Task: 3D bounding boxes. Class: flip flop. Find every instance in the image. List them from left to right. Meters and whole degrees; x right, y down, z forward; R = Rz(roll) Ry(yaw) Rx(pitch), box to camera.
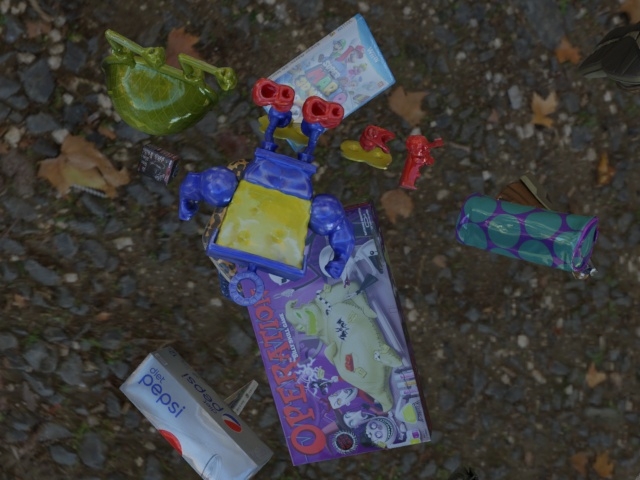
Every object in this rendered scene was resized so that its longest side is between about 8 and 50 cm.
[{"bbox_3d":[0.457,-0.259,1.134,0.080,0.277,0.112,44,97,-6],"label":"flip flop"}]

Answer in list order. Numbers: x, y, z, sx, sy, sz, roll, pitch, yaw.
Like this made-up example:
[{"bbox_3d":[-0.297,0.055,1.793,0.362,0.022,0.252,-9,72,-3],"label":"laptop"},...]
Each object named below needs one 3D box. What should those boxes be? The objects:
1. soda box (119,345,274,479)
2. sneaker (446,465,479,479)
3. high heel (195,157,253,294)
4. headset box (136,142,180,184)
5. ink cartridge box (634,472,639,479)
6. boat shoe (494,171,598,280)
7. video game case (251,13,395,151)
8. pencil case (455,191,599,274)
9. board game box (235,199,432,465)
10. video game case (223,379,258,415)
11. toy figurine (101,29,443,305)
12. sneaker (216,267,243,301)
[{"bbox_3d":[-0.226,0.330,1.421,0.286,0.091,0.098,44,100,10],"label":"soda box"},{"bbox_3d":[0.274,0.466,1.359,0.087,0.227,0.130,-34,79,-12],"label":"sneaker"},{"bbox_3d":[-0.152,-0.036,1.588,0.186,0.093,0.261,-30,75,6],"label":"high heel"},{"bbox_3d":[-0.341,-0.161,1.653,0.083,0.062,0.032,25,26,6],"label":"headset box"},{"bbox_3d":[0.440,0.318,0.700,0.117,0.207,0.283,-30,78,-43],"label":"ink cartridge box"},{"bbox_3d":[0.414,-0.010,1.456,0.104,0.307,0.111,-32,119,11],"label":"boat shoe"},{"bbox_3d":[0.007,-0.202,1.015,0.166,0.015,0.119,-35,136,3],"label":"video game case"},{"bbox_3d":[0.228,-0.010,0.862,0.070,0.151,0.065,-21,119,-47],"label":"pencil case"},{"bbox_3d":[0.017,0.135,1.095,0.056,0.208,0.347,-46,122,-72],"label":"board game box"},{"bbox_3d":[-0.205,0.367,1.601,0.019,0.157,0.143,44,39,-7],"label":"video game case"},{"bbox_3d":[-0.076,-0.043,0.800,0.362,0.191,0.217,16,89,-10],"label":"toy figurine"},{"bbox_3d":[-0.200,0.043,1.864,0.081,0.232,0.090,20,48,14],"label":"sneaker"}]
